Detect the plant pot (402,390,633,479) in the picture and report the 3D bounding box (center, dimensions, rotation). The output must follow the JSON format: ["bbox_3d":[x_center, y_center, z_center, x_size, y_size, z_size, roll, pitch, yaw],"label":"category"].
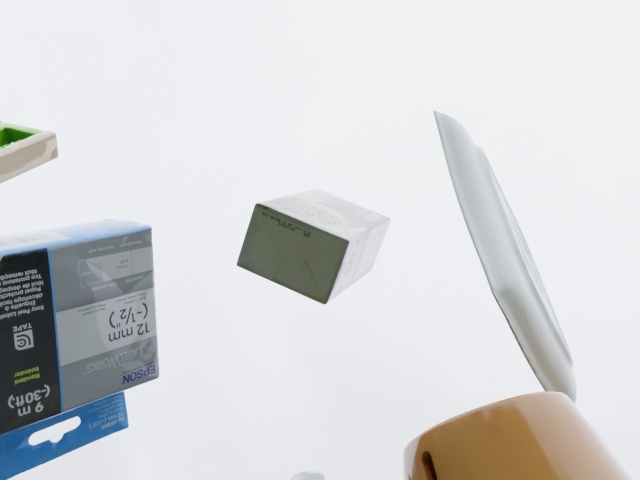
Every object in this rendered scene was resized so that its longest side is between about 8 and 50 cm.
[{"bbox_3d":[0.212,0.295,0.757,0.291,0.291,0.203,-41,-126,34],"label":"plant pot"}]

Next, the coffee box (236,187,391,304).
[{"bbox_3d":[0.000,0.000,1.241,0.168,0.297,0.118,23,-75,15],"label":"coffee box"}]

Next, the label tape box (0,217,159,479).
[{"bbox_3d":[-0.356,0.158,0.981,0.115,0.249,0.347,8,-75,41],"label":"label tape box"}]

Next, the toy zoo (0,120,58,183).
[{"bbox_3d":[-0.446,-0.096,0.705,0.294,0.192,0.030,15,-61,17],"label":"toy zoo"}]

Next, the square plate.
[{"bbox_3d":[0.266,0.029,0.979,0.049,0.347,0.344,-23,-46,16],"label":"square plate"}]

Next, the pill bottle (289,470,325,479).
[{"bbox_3d":[-0.011,0.362,0.910,0.065,0.065,0.116,-2,-80,24],"label":"pill bottle"}]
